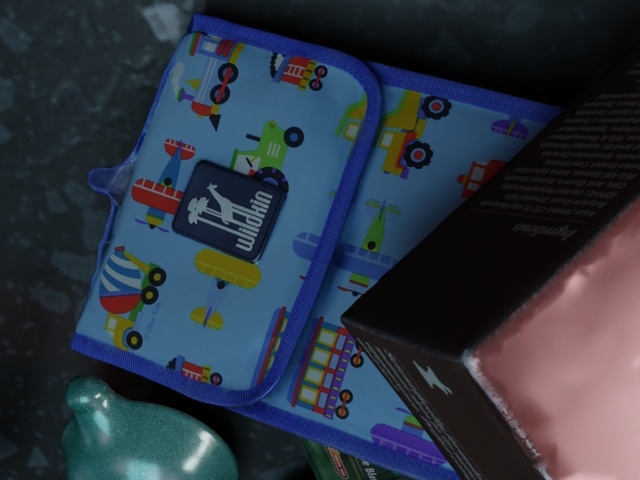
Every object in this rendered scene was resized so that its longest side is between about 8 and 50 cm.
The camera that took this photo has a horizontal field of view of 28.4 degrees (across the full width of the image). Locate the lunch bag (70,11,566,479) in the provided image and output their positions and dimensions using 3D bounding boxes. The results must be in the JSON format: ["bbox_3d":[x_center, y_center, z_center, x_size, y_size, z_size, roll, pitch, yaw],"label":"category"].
[{"bbox_3d":[0.000,0.000,0.769,0.293,0.138,0.221,18,88,10],"label":"lunch bag"}]

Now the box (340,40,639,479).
[{"bbox_3d":[0.220,-0.006,0.642,0.381,0.143,0.191,-41,109,-16],"label":"box"}]

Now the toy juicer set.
[{"bbox_3d":[-0.149,0.188,0.954,0.329,0.089,0.209,31,132,-17],"label":"toy juicer set"}]

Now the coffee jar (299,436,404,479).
[{"bbox_3d":[0.079,0.112,0.873,0.184,0.079,0.096,-15,115,16],"label":"coffee jar"}]
